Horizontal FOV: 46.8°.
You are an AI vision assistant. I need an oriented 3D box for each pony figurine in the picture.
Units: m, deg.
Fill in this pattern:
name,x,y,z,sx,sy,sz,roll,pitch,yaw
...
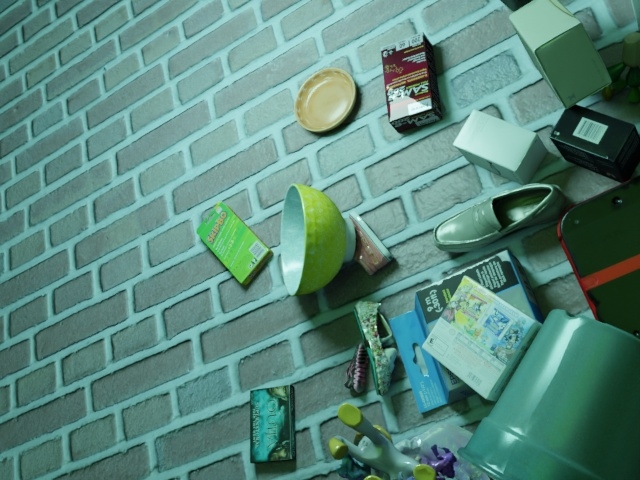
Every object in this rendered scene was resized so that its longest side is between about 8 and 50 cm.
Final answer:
name,x,y,z,sx,sy,sz,roll,pitch,yaw
pony figurine,0.177,0.481,1.559,0.351,0.363,0.303,35,85,19

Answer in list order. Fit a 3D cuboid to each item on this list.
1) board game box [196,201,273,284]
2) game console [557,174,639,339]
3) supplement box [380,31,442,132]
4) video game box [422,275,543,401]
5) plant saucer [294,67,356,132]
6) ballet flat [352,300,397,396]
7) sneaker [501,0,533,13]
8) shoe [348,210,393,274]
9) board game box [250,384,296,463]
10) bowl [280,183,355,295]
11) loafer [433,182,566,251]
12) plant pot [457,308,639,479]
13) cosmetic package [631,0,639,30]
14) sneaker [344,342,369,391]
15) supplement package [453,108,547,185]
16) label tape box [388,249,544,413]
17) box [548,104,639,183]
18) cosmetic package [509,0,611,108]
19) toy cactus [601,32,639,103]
name,x,y,z,sx,sy,sz,roll,pitch,yaw
board game box,-0.253,0.003,2.138,0.124,0.039,0.259,-50,58,5
game console,0.724,0.015,1.544,0.387,0.060,0.342,-27,66,21
supplement box,0.240,-0.421,1.973,0.130,0.073,0.239,-15,66,25
video game box,0.334,0.201,1.546,0.205,0.048,0.187,38,103,46
plant saucer,0.018,-0.398,2.120,0.200,0.037,0.200,-11,67,27
ballet flat,0.142,0.252,1.787,0.077,0.091,0.241,-14,68,-2
sneaker,0.457,-0.684,1.910,0.083,0.118,0.222,-45,56,10
shoe,0.107,0.006,1.902,0.081,0.063,0.178,-41,61,6
board game box,-0.123,0.471,1.895,0.126,0.026,0.186,-14,66,27
bowl,0.000,0.000,1.893,0.156,0.289,0.289,1,67,-14
loafer,0.404,-0.059,1.719,0.319,0.111,0.112,-23,62,22
plant pot,0.483,0.330,1.385,0.341,0.341,0.334,24,85,35
cosmetic package,0.798,-0.575,1.602,0.225,0.224,0.138,6,76,33
sneaker,0.084,0.312,1.822,0.057,0.047,0.119,-5,69,42
supplement package,0.430,-0.221,1.767,0.179,0.105,0.105,31,89,36
label tape box,0.323,0.212,1.670,0.348,0.115,0.249,-26,61,19
box,0.609,-0.212,1.623,0.156,0.158,0.093,31,92,34
cosmetic package,0.530,-0.434,1.663,0.113,0.160,0.309,-30,25,18
toy cactus,0.697,-0.382,1.631,0.219,0.180,0.112,2,53,26
